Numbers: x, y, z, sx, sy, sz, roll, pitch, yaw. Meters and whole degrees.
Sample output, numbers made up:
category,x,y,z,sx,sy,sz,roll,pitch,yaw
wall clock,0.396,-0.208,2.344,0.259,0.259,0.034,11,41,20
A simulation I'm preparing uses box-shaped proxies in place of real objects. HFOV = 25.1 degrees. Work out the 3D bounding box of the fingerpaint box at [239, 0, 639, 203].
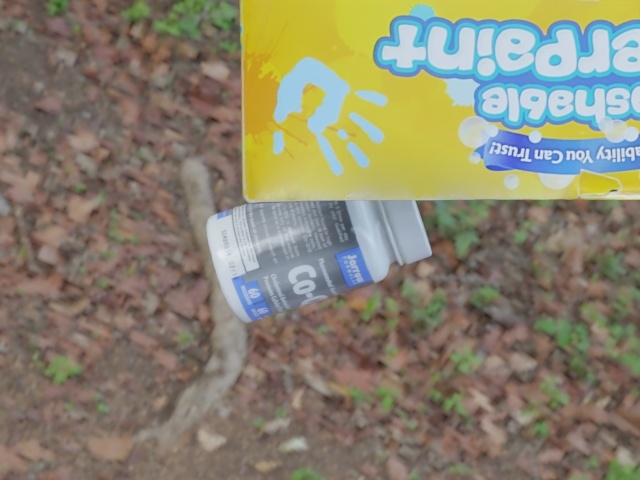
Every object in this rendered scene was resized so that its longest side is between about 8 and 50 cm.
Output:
category,x,y,z,sx,sy,sz,roll,pitch,yaw
fingerpaint box,0.180,-0.209,0.789,0.445,0.371,0.163,-1,8,3

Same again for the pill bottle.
category,x,y,z,sx,sy,sz,roll,pitch,yaw
pill bottle,0.000,0.000,0.960,0.137,0.078,0.078,-18,36,6
